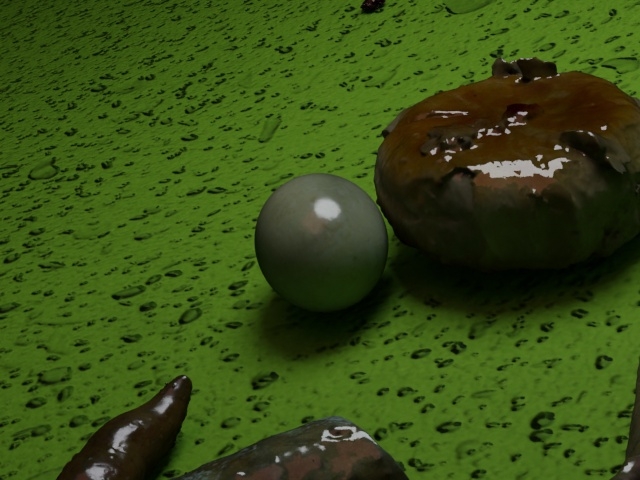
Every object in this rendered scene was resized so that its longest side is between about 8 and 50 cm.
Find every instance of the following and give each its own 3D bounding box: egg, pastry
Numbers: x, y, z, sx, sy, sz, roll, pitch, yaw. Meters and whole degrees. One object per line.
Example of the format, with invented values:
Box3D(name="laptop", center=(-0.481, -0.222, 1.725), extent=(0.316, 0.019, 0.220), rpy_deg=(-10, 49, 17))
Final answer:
Box3D(name="egg", center=(0.000, 0.000, 1.205), extent=(0.114, 0.114, 0.152), rpy_deg=(-19, 26, -3))
Box3D(name="pastry", center=(0.165, -0.069, 1.211), extent=(0.257, 0.121, 0.236), rpy_deg=(13, 35, 33))

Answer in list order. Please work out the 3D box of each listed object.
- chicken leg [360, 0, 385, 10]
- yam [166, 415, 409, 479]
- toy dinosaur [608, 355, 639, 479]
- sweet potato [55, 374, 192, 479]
Box3D(name="chicken leg", center=(0.073, -0.319, 1.835), extent=(0.036, 0.021, 0.083), rpy_deg=(-11, 23, 32))
Box3D(name="yam", center=(-0.038, 0.185, 0.905), extent=(0.194, 0.107, 0.107), rpy_deg=(-22, 28, -10))
Box3D(name="toy dinosaur", center=(0.228, 0.142, 0.898), extent=(0.199, 0.072, 0.251), rpy_deg=(-20, 14, -27))
Box3D(name="sweet potato", center=(-0.170, 0.191, 1.016), extent=(0.067, 0.067, 0.274), rpy_deg=(2, 34, 32))
